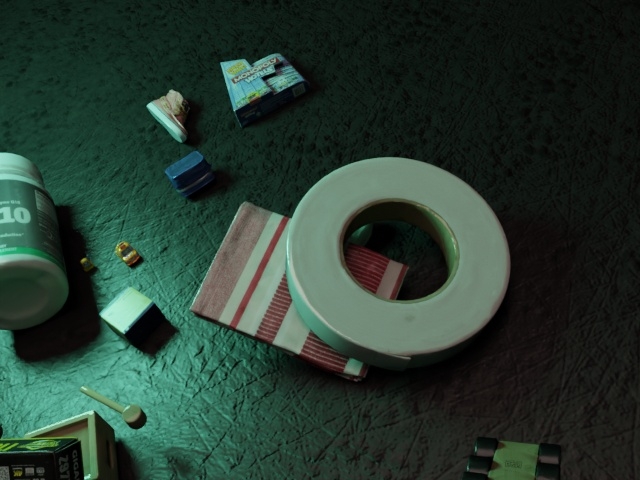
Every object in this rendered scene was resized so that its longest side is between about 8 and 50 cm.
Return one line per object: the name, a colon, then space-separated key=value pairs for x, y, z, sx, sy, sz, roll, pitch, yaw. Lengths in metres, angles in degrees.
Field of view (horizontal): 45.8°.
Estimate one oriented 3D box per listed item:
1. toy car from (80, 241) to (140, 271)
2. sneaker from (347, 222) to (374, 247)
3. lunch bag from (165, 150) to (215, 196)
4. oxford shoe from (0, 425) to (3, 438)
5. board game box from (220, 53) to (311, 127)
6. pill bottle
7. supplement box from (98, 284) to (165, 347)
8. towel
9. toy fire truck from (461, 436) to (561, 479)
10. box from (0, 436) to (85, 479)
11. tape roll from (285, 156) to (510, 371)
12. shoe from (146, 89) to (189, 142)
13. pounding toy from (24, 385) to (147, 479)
toy car: x=-0.442 y=0.039 z=1.582 sx=0.122 sy=0.040 sz=0.060 roll=-26 pitch=49 yaw=-6
sneaker: x=0.000 y=0.000 z=1.446 sx=0.229 sy=0.092 sz=0.087 roll=-30 pitch=48 yaw=-10
lunch bag: x=-0.282 y=-0.145 z=1.669 sx=0.098 sy=0.065 sz=0.067 roll=-33 pitch=35 yaw=-9
oxford shoe: x=-0.602 y=0.420 z=1.305 sx=0.096 sy=0.082 sz=0.227 roll=15 pitch=63 yaw=13
board game box: x=-0.153 y=-0.386 z=1.828 sx=0.194 sy=0.060 sz=0.194 roll=-30 pitch=51 yaw=-8
pill bottle: x=-0.649 y=-0.008 z=1.576 sx=0.204 sy=0.204 sz=0.361 roll=-25 pitch=49 yaw=-3
supplement box: x=-0.363 y=0.146 z=1.460 sx=0.083 sy=0.056 sz=0.083 roll=27 pitch=64 yaw=32
towel: x=-0.036 y=0.086 z=1.343 sx=0.329 sy=0.037 sz=0.237 roll=22 pitch=68 yaw=7
toy fire truck: x=0.273 y=0.409 z=0.996 sx=0.159 sy=0.217 sz=0.246 roll=2 pitch=94 yaw=18
box: x=-0.518 y=0.440 z=1.163 sx=0.322 sy=0.079 sz=0.256 roll=-6 pitch=92 yaw=13
tape roll: x=0.132 y=0.032 z=1.314 sx=0.393 sy=0.072 sz=0.391 roll=2 pitch=61 yaw=-4
shoe: x=-0.346 y=-0.303 z=1.815 sx=0.081 sy=0.063 sz=0.178 roll=-39 pitch=47 yaw=-9
pounding toy: x=-0.382 y=0.343 z=1.280 sx=0.206 sy=0.094 sz=0.181 roll=-20 pitch=50 yaw=1
